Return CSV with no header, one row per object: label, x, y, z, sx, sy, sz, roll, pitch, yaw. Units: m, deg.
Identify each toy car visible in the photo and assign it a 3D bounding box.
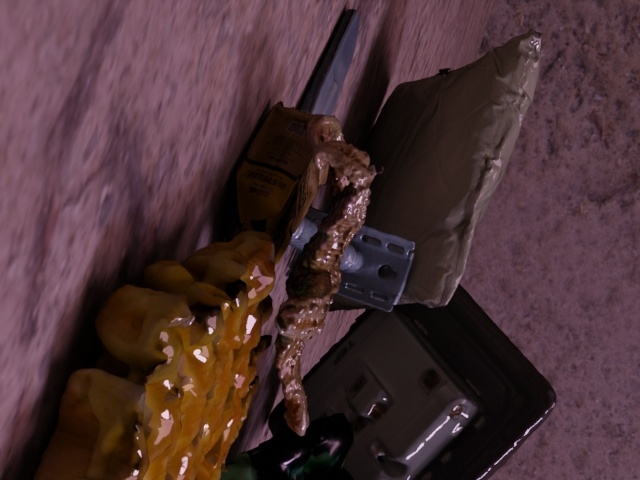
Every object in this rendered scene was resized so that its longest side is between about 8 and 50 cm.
toy car,-0.029,0.275,1.055,0.213,0.176,0.359,67,9,10

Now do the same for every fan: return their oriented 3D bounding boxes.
fan,-0.013,-0.065,0.921,0.057,0.023,0.282,100,9,-53

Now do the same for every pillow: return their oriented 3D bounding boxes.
pillow,0.102,-0.055,1.244,0.281,0.076,0.274,-10,-125,66

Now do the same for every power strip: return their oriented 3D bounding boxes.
power strip,0.067,0.157,1.231,0.257,0.092,0.251,-48,-145,7

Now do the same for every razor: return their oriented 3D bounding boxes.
razor,0.000,0.000,1.016,0.232,0.106,0.068,32,76,-73

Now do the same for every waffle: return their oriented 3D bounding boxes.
waffle,-0.103,0.149,0.682,0.329,0.062,0.329,20,90,-83

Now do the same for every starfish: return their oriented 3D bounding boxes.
starfish,0.003,0.027,0.776,0.150,0.053,0.209,-48,149,-69

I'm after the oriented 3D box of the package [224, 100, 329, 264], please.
package,-0.035,-0.020,0.812,0.071,0.047,0.131,102,13,-56
